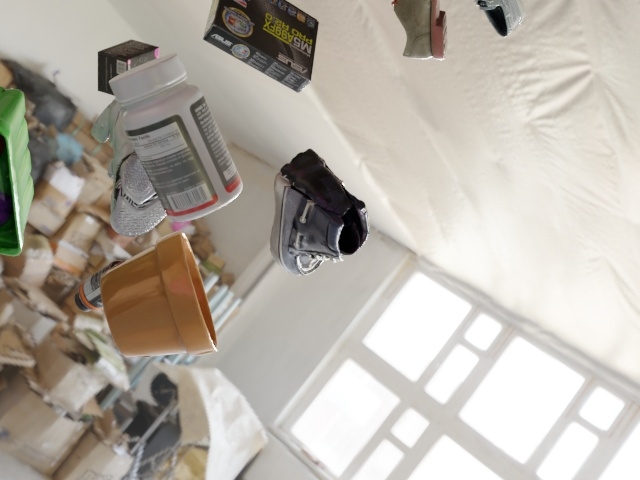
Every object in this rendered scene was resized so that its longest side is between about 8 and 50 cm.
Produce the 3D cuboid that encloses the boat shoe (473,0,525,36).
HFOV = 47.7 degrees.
[{"bbox_3d":[0.385,-0.544,1.611,0.079,0.081,0.227,23,-13,47],"label":"boat shoe"}]

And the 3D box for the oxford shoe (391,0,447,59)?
[{"bbox_3d":[0.232,-0.602,1.772,0.130,0.123,0.348,-1,-56,17],"label":"oxford shoe"}]

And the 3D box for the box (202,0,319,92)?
[{"bbox_3d":[-0.136,-0.507,1.744,0.270,0.216,0.060,25,-38,-26],"label":"box"}]

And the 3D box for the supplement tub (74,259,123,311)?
[{"bbox_3d":[-0.649,0.144,2.170,0.106,0.197,0.106,37,37,-34],"label":"supplement tub"}]

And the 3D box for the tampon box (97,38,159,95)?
[{"bbox_3d":[-0.547,-0.491,2.074,0.101,0.161,0.121,19,-57,15],"label":"tampon box"}]

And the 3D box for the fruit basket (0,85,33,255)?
[{"bbox_3d":[-0.741,-0.103,1.410,0.282,0.392,0.392,15,-8,-2],"label":"fruit basket"}]

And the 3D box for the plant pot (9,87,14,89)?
[{"bbox_3d":[-0.815,-0.297,1.705,0.174,0.191,0.191,20,4,-36],"label":"plant pot"}]

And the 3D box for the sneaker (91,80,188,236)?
[{"bbox_3d":[-0.403,-0.179,1.572,0.210,0.366,0.137,-2,-20,44],"label":"sneaker"}]

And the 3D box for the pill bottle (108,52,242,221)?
[{"bbox_3d":[-0.272,-0.194,1.364,0.161,0.161,0.283,23,-40,60],"label":"pill bottle"}]

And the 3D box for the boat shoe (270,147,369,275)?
[{"bbox_3d":[0.000,0.000,1.305,0.158,0.127,0.341,45,-20,24],"label":"boat shoe"}]

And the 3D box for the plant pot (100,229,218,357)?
[{"bbox_3d":[-0.370,0.141,1.646,0.291,0.203,0.291,164,-90,-84],"label":"plant pot"}]
